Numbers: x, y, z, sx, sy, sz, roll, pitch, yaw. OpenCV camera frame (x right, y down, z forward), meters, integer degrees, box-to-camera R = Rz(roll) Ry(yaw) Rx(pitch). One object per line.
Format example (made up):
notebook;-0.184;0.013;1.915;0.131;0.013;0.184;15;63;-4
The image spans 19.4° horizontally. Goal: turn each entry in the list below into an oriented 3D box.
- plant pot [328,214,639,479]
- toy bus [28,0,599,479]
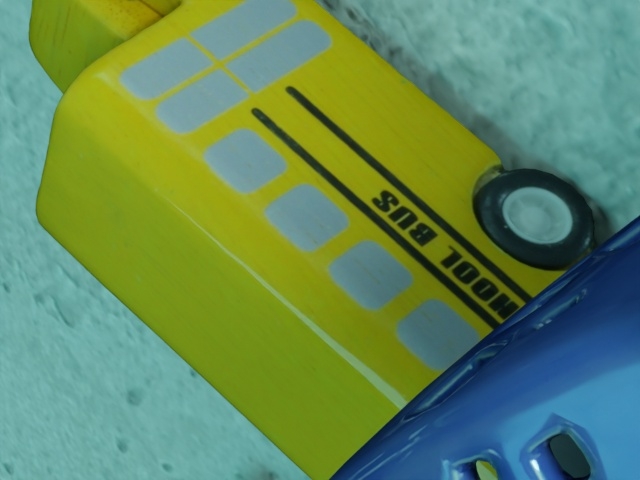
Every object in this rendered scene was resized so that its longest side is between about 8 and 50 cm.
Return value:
plant pot;0.177;0.069;0.543;0.236;0.236;0.212;48;139;7
toy bus;0.000;0.000;0.762;0.332;0.130;0.108;41;143;16
